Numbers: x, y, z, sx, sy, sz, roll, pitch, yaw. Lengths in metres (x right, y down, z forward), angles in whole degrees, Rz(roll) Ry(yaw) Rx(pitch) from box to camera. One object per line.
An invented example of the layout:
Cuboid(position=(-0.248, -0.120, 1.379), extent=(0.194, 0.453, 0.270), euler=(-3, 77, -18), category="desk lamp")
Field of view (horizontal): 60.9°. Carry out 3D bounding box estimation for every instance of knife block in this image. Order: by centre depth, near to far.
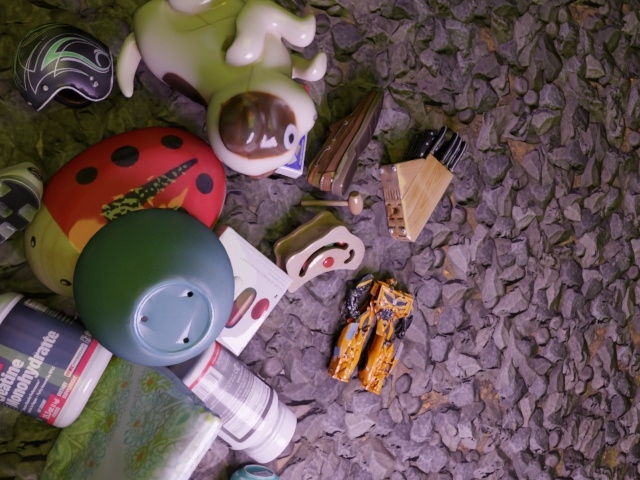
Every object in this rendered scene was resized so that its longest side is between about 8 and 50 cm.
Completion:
Cuboid(position=(0.284, -0.152, 1.423), extent=(0.242, 0.088, 0.275), euler=(-13, 98, -21), category="knife block")

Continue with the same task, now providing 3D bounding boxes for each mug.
Cuboid(position=(-0.151, 0.583, 1.273), extent=(0.129, 0.158, 0.097), euler=(11, 86, 1), category="mug")

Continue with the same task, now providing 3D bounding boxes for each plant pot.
Cuboid(position=(-0.274, 0.102, 0.955), extent=(0.290, 0.195, 0.290), euler=(-7, 106, -24), category="plant pot")

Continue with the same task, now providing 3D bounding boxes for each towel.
Cuboid(position=(-0.376, 0.393, 1.030), extent=(0.090, 0.374, 0.320), euler=(40, 76, -41), category="towel")

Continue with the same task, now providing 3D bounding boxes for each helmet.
Cuboid(position=(-0.496, -0.327, 1.039), extent=(0.161, 0.169, 0.169), euler=(2, 93, -39), category="helmet")

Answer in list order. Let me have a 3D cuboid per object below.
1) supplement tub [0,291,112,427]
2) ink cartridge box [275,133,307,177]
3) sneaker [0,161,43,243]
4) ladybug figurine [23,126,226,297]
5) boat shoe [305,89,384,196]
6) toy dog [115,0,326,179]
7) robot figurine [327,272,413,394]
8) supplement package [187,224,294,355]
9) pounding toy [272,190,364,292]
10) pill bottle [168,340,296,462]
Cuboid(position=(-0.552, 0.215, 1.023), extent=(0.272, 0.191, 0.191), euler=(29, 82, -15), category="supplement tub")
Cuboid(position=(-0.129, -0.264, 1.230), extent=(0.208, 0.045, 0.206), euler=(16, 67, -24), category="ink cartridge box")
Cuboid(position=(-0.653, -0.034, 1.025), extent=(0.330, 0.146, 0.122), euler=(-29, 125, 5), category="sneaker")
Cuboid(position=(-0.375, -0.069, 1.089), extent=(0.449, 0.162, 0.305), euler=(-43, 98, -18), category="ladybug figurine")
Cuboid(position=(0.061, -0.253, 1.306), extent=(0.104, 0.110, 0.307), euler=(20, 64, 14), category="boat shoe")
Cuboid(position=(-0.171, -0.321, 1.042), extent=(0.395, 0.284, 0.408), euler=(-28, 77, -12), category="toy dog")
Cuboid(position=(0.140, 0.231, 1.387), extent=(0.211, 0.085, 0.291), euler=(25, 83, -23), category="robot figurine")
Cuboid(position=(-0.209, 0.103, 1.194), extent=(0.194, 0.149, 0.203), euler=(41, 77, -20), category="supplement package")
Cuboid(position=(0.000, 0.000, 1.323), extent=(0.269, 0.155, 0.154), euler=(-33, 134, -8), category="pounding toy")
Cuboid(position=(-0.198, 0.357, 1.209), extent=(0.283, 0.161, 0.161), euler=(45, 76, -20), category="pill bottle")
